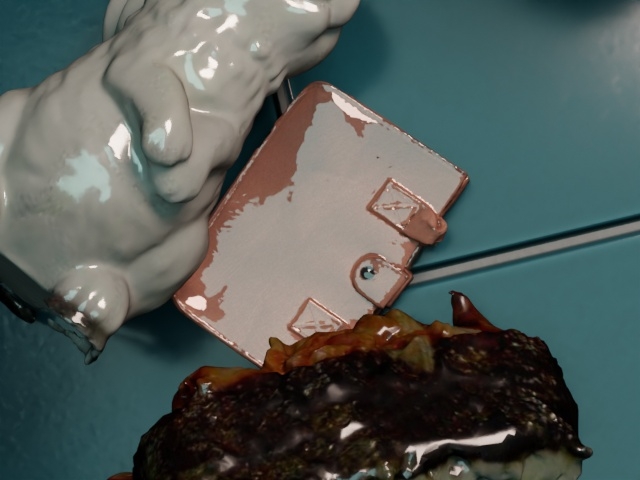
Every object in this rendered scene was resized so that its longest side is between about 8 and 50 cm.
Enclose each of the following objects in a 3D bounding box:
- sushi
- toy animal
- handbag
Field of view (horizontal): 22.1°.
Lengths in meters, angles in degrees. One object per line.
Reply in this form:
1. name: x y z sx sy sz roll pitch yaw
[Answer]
1. sushi: 0.014 0.170 1.170 0.343 0.182 0.196 -10 126 -11
2. toy animal: -0.122 -0.095 1.212 0.194 0.258 0.357 42 77 -17
3. handbag: 0.000 0.000 1.263 0.157 0.059 0.212 35 89 8
